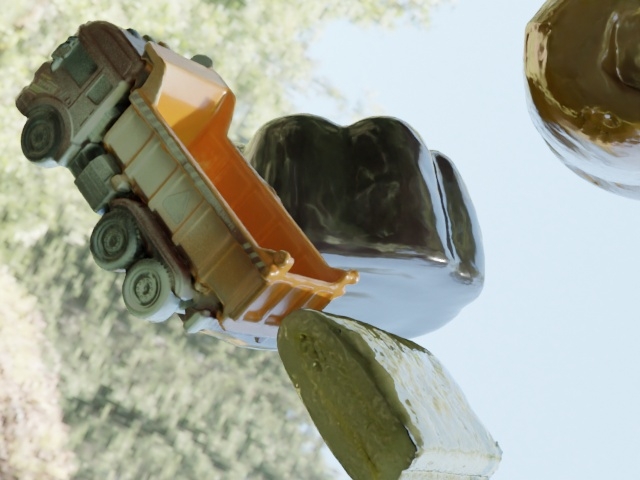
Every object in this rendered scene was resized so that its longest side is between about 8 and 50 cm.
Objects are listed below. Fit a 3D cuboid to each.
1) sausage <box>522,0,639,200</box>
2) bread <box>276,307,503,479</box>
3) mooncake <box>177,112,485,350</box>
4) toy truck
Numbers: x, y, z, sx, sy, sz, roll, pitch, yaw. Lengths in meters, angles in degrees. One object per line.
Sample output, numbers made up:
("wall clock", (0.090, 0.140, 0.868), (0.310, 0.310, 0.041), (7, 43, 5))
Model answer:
("sausage", (0.208, -0.092, 0.854), (0.354, 0.134, 0.116), (20, 87, -78))
("bread", (0.051, 0.112, 0.833), (0.060, 0.178, 0.139), (-39, -113, 13))
("mooncake", (0.000, 0.000, 1.172), (0.306, 0.306, 0.154), (-31, -125, 47))
("toy truck", (-0.103, -0.041, 0.879), (0.135, 0.114, 0.270), (-46, -118, 15))
